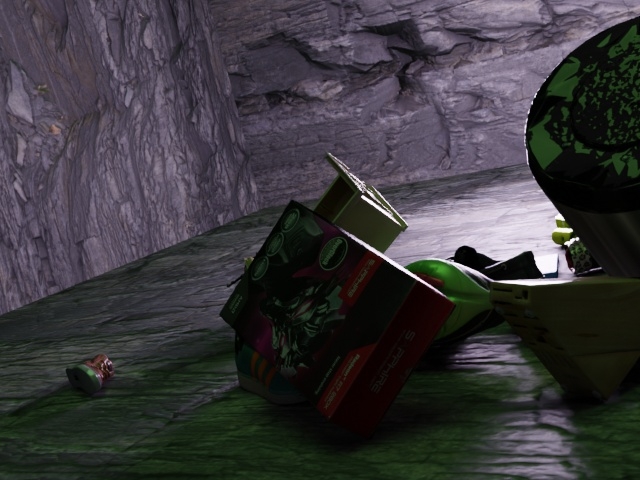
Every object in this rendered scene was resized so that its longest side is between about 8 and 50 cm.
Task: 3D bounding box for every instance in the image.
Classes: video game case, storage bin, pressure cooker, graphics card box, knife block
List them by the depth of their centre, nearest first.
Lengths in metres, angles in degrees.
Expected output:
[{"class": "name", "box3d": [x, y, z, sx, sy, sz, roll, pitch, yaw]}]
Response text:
[{"class": "knife block", "box3d": [0.391, 0.082, 1.349, 0.242, 0.275, 0.088, -49, 21, -19]}, {"class": "graphics card box", "box3d": [0.011, 0.104, 1.494, 0.094, 0.232, 0.371, 30, 3, -36]}, {"class": "pressure cooker", "box3d": [0.558, -0.101, 1.544, 0.376, 0.420, 0.369, 7, 62, 46]}, {"class": "storage bin", "box3d": [0.000, 0.000, 1.797, 0.262, 0.123, 0.260, -53, 24, 9]}, {"class": "video game case", "box3d": [0.443, 0.062, 2.095, 0.119, 0.015, 0.166, -11, 9, 17]}]

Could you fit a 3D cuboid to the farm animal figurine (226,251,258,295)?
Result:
[{"class": "farm animal figurine", "box3d": [-0.046, 0.047, 2.263, 0.327, 0.172, 0.330, -7, 2, -1]}]

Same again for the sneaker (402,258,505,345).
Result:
[{"class": "sneaker", "box3d": [0.151, 0.127, 1.786, 0.202, 0.185, 0.483, 9, -5, -29]}]

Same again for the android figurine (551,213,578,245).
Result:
[{"class": "android figurine", "box3d": [0.653, -0.042, 2.287, 0.248, 0.056, 0.273, -17, 11, -16]}]

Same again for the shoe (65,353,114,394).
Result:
[{"class": "shoe", "box3d": [-0.466, 0.272, 2.057, 0.081, 0.063, 0.178, -25, 8, -28]}]

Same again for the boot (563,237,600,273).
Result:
[{"class": "boot", "box3d": [0.586, -0.001, 2.035, 0.179, 0.085, 0.236, -15, 10, 7]}]

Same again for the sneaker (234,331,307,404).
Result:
[{"class": "sneaker", "box3d": [-0.070, 0.199, 1.691, 0.108, 0.121, 0.302, -20, 11, -32]}]

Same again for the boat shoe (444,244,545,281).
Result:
[{"class": "boat shoe", "box3d": [0.306, 0.064, 1.974, 0.127, 0.113, 0.340, -20, 10, -29]}]
